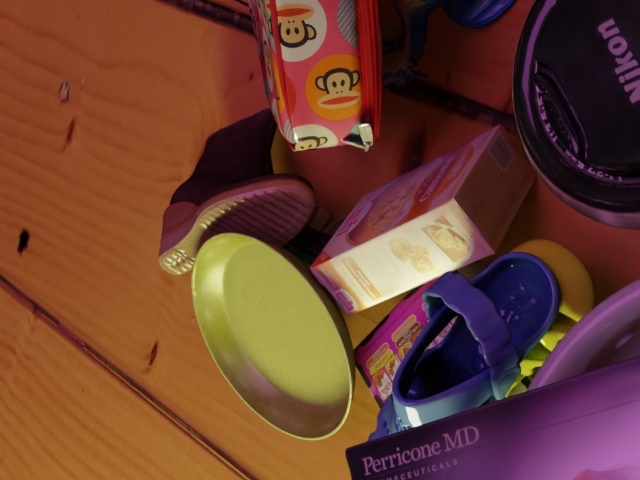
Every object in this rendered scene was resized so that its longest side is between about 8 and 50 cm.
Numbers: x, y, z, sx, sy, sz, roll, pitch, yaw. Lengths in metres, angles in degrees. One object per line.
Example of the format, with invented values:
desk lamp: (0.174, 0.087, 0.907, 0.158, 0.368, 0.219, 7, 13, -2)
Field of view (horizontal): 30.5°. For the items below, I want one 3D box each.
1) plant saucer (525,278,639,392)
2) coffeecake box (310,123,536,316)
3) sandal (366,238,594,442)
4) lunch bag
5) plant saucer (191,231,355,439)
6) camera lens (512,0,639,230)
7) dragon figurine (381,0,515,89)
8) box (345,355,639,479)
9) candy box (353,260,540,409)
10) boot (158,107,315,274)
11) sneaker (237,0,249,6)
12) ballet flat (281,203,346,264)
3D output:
plant saucer: (0.336, 0.212, 0.894, 0.400, 0.100, 0.400, -8, 76, 33)
coffeecake box: (0.099, -0.018, 1.134, 0.185, 0.142, 0.068, -27, 108, 39)
sandal: (0.104, 0.133, 1.027, 0.126, 0.138, 0.317, 39, 112, 36)
lunch bag: (-0.013, -0.211, 1.178, 0.293, 0.120, 0.258, -108, 12, -63)
plant saucer: (-0.044, 0.095, 1.230, 0.241, 0.037, 0.241, 28, 133, 35)
camera lens: (0.293, -0.109, 0.868, 0.219, 0.274, 0.219, -5, 83, 43)
dragon figurine: (0.143, -0.269, 1.158, 0.289, 0.144, 0.085, -37, 59, 14)
box: (0.203, 0.249, 0.808, 0.296, 0.183, 0.294, -23, 67, 28)
candy box: (0.147, 0.154, 1.126, 0.159, 0.071, 0.233, -48, 55, 29)
boot: (-0.081, -0.079, 1.308, 0.248, 0.090, 0.207, -22, 39, 42)
sneaker: (-0.069, -0.434, 1.352, 0.180, 0.124, 0.321, 24, 103, 42)
ballet flat: (0.000, 0.000, 1.292, 0.203, 0.074, 0.074, 28, 105, 48)
